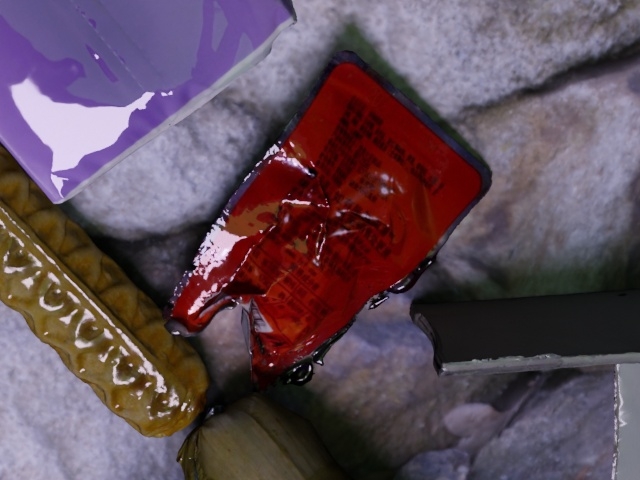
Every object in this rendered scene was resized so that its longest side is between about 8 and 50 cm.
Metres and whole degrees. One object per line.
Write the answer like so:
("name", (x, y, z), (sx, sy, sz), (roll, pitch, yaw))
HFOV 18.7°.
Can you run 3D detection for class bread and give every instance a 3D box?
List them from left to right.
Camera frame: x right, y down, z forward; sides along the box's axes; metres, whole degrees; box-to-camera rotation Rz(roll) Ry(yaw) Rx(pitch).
("bread", (-0.224, 0.019, 1.559), (0.367, 0.084, 0.077), (47, 134, -15))

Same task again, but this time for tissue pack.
("tissue pack", (-0.207, -0.224, 1.448), (0.242, 0.160, 0.338), (-38, 106, 4))

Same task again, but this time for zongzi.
("zongzi", (-0.038, 0.271, 1.644), (0.125, 0.274, 0.251), (-30, 74, -28))

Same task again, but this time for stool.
("stool", (0.217, 0.182, 1.612), (0.270, 0.170, 0.243), (-3, 105, -7))

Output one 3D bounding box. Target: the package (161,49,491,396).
("package", (0.000, 0.000, 1.585), (0.269, 0.071, 0.194), (-46, 129, 7))
